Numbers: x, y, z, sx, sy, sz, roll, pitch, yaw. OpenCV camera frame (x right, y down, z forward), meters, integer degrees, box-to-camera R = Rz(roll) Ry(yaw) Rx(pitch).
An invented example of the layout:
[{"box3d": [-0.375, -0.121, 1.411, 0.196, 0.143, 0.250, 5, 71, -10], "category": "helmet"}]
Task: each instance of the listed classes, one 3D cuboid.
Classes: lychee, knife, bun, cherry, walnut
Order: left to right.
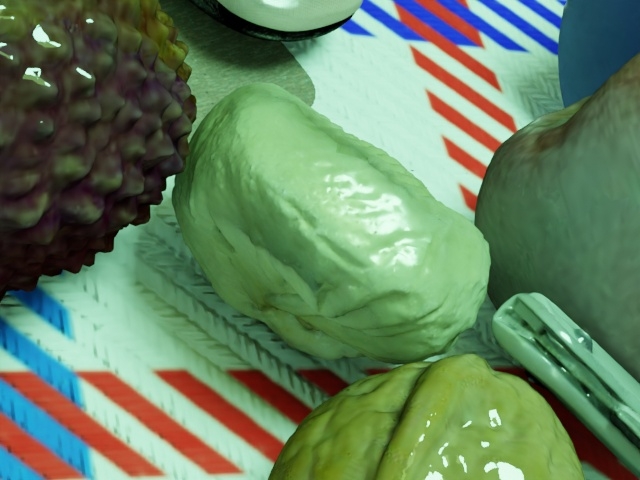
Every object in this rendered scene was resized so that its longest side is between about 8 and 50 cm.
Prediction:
[{"box3d": [-0.178, -0.084, 0.688, 0.271, 0.271, 0.271, 13, 48, -15], "category": "lychee"}, {"box3d": [0.000, 0.000, 0.757, 0.188, 0.164, 0.111, 36, 81, 15], "category": "bun"}, {"box3d": [0.052, 0.128, 0.677, 0.166, 0.149, 0.166, 2, 29, -1], "category": "walnut"}, {"box3d": [0.188, 0.122, 0.738, 0.265, 0.040, 0.073, 43, 7, -20], "category": "knife"}, {"box3d": [0.210, 0.008, 0.796, 0.239, 0.239, 0.206, 47, 26, 16], "category": "cherry"}]

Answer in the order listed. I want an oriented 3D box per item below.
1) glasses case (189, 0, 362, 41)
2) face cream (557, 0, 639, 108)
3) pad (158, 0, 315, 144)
[{"box3d": [-0.094, -0.244, 0.958, 0.122, 0.075, 0.314, -25, 63, -39], "category": "glasses case"}, {"box3d": [0.319, -0.134, 0.949, 0.249, 0.249, 0.225, 46, 47, 15], "category": "face cream"}, {"box3d": [-0.141, -0.113, 0.882, 0.266, 0.002, 0.176, -22, 64, -37], "category": "pad"}]
